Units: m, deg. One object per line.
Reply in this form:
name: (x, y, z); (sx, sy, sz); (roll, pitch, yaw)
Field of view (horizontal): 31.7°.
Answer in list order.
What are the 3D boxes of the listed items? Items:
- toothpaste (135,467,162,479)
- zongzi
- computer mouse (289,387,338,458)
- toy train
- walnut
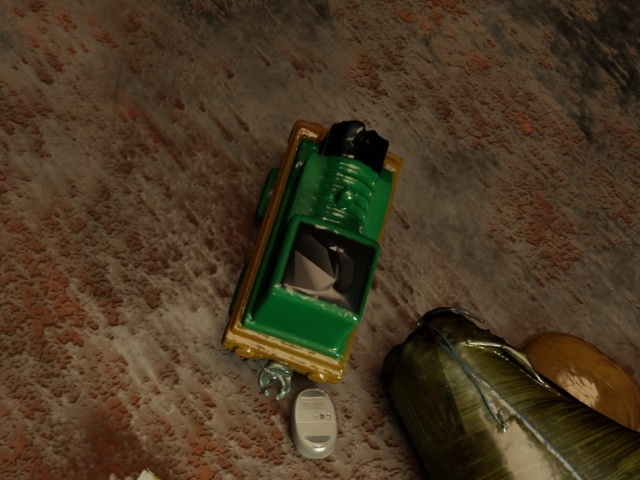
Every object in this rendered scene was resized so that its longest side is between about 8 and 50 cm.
toothpaste: (-0.259, 0.443, 1.358); (0.110, 0.077, 0.327); (32, 65, 1)
zongzi: (0.331, 0.237, 1.511); (0.432, 0.208, 0.403); (-22, 75, -15)
computer mouse: (-0.010, 0.249, 1.521); (0.066, 0.039, 0.096); (2, 61, -15)
toy train: (0.000, 0.000, 1.503); (0.178, 0.249, 0.429); (20, 66, -7)
walnut: (0.373, 0.215, 1.610); (0.211, 0.087, 0.167); (40, 69, 3)
